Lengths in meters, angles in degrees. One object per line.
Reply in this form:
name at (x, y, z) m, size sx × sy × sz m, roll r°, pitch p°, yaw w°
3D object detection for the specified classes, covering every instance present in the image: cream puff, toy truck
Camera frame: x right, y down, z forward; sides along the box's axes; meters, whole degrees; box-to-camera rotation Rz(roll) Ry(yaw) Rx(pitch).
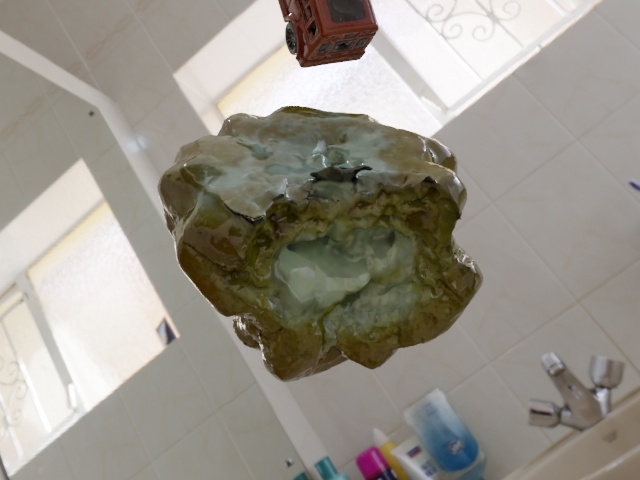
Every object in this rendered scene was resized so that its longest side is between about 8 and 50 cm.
cream puff at (-0.008, -0.003, 0.641) m, size 0.323 × 0.274 × 0.269 m, roll -5°, pitch -49°, yaw -13°
toy truck at (-0.008, -0.372, 0.774) m, size 0.108 × 0.252 × 0.114 m, roll -15°, pitch -3°, yaw -19°
